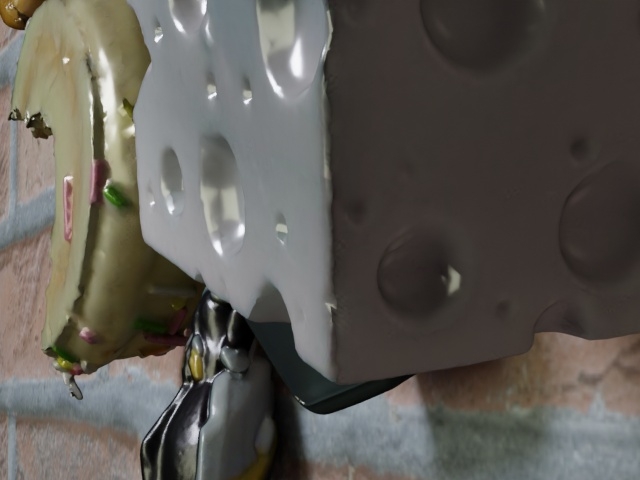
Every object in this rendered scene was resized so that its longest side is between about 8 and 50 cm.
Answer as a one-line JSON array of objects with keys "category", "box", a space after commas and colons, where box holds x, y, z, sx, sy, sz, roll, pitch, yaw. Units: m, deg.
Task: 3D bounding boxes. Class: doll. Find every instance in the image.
[{"category": "doll", "box": [-0.086, 0.140, 1.117, 0.145, 0.103, 0.316, -4, 76, 50]}]

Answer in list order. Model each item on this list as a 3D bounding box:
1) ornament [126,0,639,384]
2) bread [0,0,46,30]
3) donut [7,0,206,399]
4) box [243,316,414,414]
[{"category": "ornament", "box": [0.061, -0.101, 0.608, 0.240, 0.239, 0.239, -152, 56, -63]}, {"category": "bread", "box": [-0.311, -0.309, 1.529, 0.114, 0.077, 0.189, -31, 57, 38]}, {"category": "donut", "box": [-0.180, -0.079, 1.280, 0.307, 0.150, 0.371, 123, 141, -48]}, {"category": "box", "box": [0.000, 0.000, 0.848, 0.201, 0.090, 0.144, 59, 150, 0]}]
